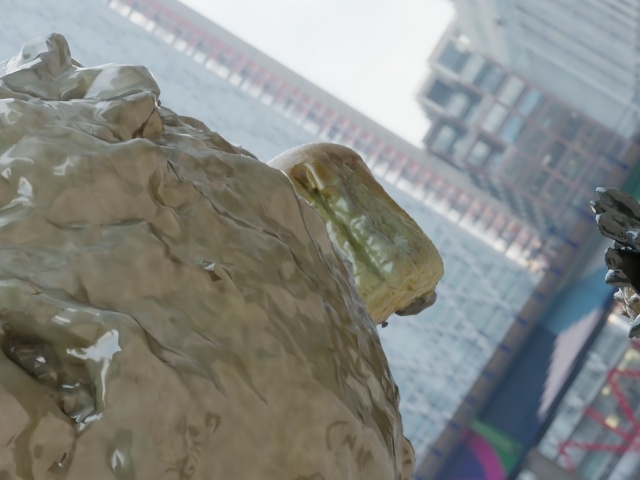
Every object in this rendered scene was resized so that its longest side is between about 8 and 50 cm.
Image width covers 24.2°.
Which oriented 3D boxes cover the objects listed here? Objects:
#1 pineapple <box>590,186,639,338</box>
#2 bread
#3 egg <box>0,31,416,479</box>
[{"bbox_3d":[0.266,0.015,1.027,0.169,0.169,0.340,-58,-25,3],"label":"pineapple"},{"bbox_3d":[0.000,0.000,1.431,0.262,0.204,0.162,-30,-20,-45],"label":"bread"},{"bbox_3d":[-0.098,0.071,0.494,0.279,0.279,0.310,-56,20,-6],"label":"egg"}]
